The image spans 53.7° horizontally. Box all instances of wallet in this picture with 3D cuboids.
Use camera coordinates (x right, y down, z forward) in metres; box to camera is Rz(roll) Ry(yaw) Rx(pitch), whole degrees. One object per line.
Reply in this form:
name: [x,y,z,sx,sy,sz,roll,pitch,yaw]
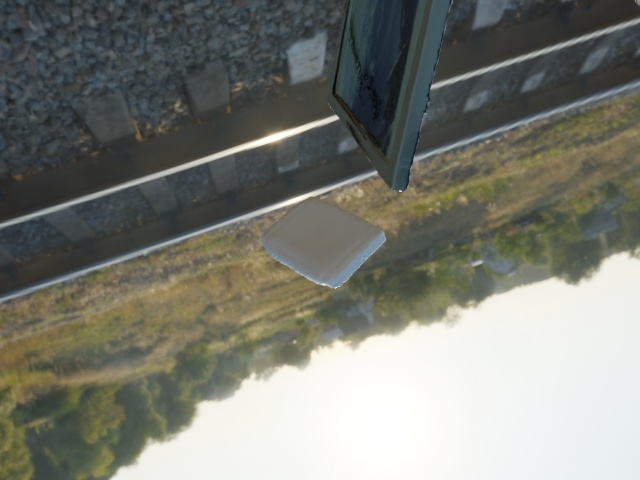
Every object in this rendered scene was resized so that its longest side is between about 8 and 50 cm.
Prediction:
wallet: [0.000,0.000,0.938,0.124,0.032,0.183,-45,-138,-17]

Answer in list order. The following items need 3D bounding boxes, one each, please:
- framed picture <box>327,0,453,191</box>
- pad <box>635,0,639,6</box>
framed picture: [0.068,-0.246,0.570,0.022,0.334,0.247,2,-150,-15]
pad: [0.603,-0.528,1.245,0.003,0.157,0.112,-23,-158,27]
